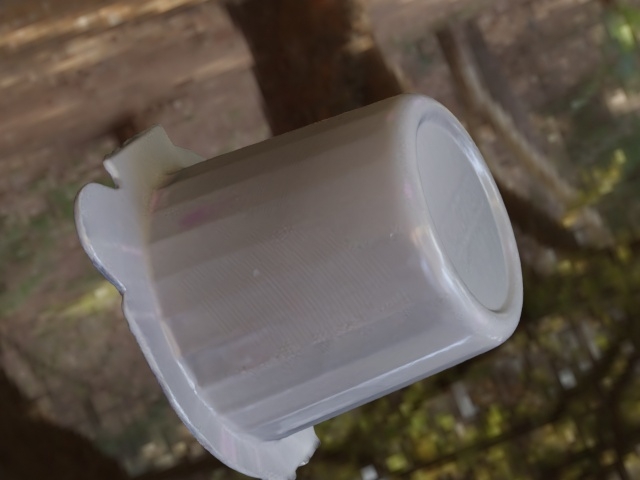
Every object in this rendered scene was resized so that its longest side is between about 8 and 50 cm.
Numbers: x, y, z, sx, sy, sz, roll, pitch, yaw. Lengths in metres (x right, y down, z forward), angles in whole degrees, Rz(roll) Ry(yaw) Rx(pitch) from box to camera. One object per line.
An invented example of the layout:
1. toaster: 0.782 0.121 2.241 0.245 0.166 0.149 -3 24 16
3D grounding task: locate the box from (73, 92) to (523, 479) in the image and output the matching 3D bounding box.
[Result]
1. box: 0.000 0.000 1.219 0.206 0.262 0.291 -22 143 22
